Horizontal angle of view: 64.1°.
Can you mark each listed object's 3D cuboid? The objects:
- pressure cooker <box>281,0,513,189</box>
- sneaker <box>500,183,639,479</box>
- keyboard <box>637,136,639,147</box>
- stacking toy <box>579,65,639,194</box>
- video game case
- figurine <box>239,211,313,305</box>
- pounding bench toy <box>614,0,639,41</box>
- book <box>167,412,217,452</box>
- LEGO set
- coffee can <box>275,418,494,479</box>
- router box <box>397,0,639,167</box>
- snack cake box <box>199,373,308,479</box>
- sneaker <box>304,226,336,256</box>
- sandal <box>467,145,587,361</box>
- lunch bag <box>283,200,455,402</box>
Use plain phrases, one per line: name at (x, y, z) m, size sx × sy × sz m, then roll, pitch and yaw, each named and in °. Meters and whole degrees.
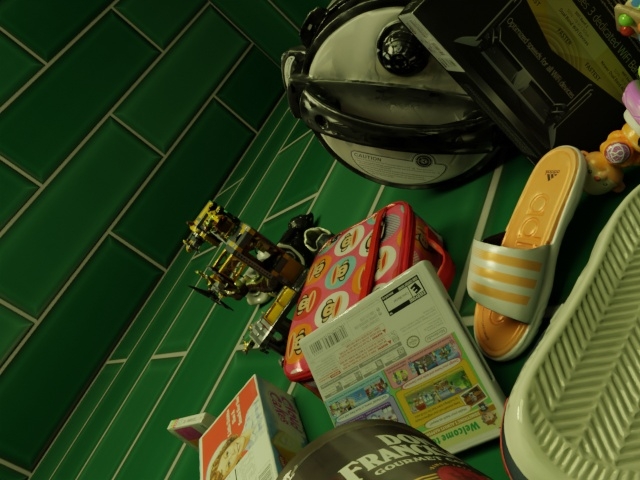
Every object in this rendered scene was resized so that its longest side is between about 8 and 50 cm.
pressure cooker at (0.158, -0.298, 0.872) m, size 0.369 × 0.375 × 0.421 m, roll -26°, pitch 31°, yaw 42°
sneaker at (0.261, 0.072, 0.425) m, size 0.350 × 0.148 × 0.131 m, roll -39°, pitch 59°, yaw -20°
keyboard at (0.348, -0.038, 0.388) m, size 0.038 × 0.100 × 0.192 m, roll 95°, pitch 157°, yaw -49°
stacking toy at (0.378, -0.151, 0.517) m, size 0.302 × 0.175 × 0.166 m, roll -52°, pitch -2°, yaw 42°
video game case at (0.086, 0.158, 0.588) m, size 0.212 × 0.023 × 0.194 m, roll -38°, pitch 67°, yaw 31°
figurine at (-0.103, 0.036, 1.278) m, size 0.215 × 0.092 × 0.209 m, roll -41°, pitch 15°, yaw 27°
pounding bench toy at (0.353, -0.256, 0.543) m, size 0.052 × 0.083 × 0.065 m, roll 44°, pitch 105°, yaw 31°
book at (-0.210, 0.354, 0.935) m, size 0.144 × 0.096 × 0.035 m, roll -28°, pitch 30°, yaw 45°
LEGO set at (-0.133, 0.094, 0.955) m, size 0.255 × 0.331 × 0.192 m, roll 30°, pitch 82°, yaw 48°
coffee can at (0.086, 0.253, 0.316) m, size 0.202 × 0.201 × 0.275 m, roll -56°, pitch 16°, yaw -13°
router box at (0.289, -0.261, 0.629) m, size 0.243 × 0.308 × 0.081 m, roll -46°, pitch 18°, yaw 11°
snack cake box at (-0.095, 0.335, 0.745) m, size 0.152 × 0.089 × 0.264 m, roll -51°, pitch 21°, yaw 4°
sneaker at (0.000, 0.000, 1.103) m, size 0.064 × 0.086 × 0.192 m, roll -52°, pitch 21°, yaw -3°
sandal at (0.220, 0.004, 0.595) m, size 0.102 × 0.076 × 0.266 m, roll 10°, pitch 79°, yaw 69°
lunch bag at (0.083, 0.087, 0.766) m, size 0.258 × 0.120 × 0.293 m, roll -29°, pitch 32°, yaw 37°
